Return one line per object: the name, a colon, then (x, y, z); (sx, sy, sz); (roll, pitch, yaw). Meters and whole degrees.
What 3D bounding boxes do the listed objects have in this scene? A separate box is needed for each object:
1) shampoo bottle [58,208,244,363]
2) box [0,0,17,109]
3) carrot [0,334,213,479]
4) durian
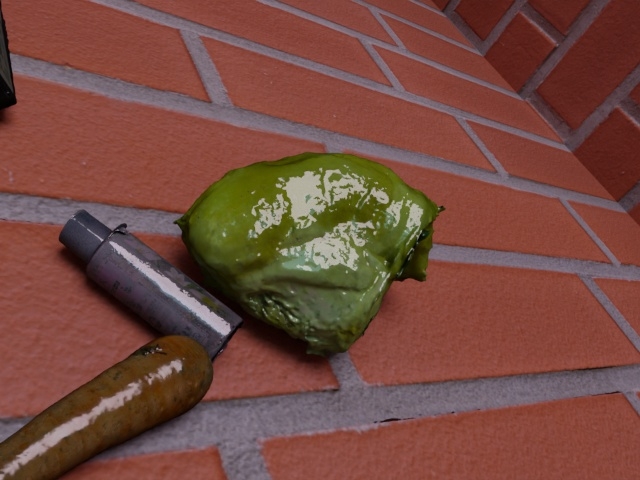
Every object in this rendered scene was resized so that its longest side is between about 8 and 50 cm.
shampoo bottle: (-0.184, 0.047, 0.677); (0.214, 0.072, 0.072); (37, 33, 1)
box: (-0.466, -0.333, 0.779); (0.058, 0.211, 0.350); (-22, 54, -8)
carrot: (-0.207, 0.163, 0.517); (0.078, 0.078, 0.298); (45, 38, 13)
durian: (0.000, 0.000, 0.787); (0.340, 0.204, 0.255); (28, 45, -11)
